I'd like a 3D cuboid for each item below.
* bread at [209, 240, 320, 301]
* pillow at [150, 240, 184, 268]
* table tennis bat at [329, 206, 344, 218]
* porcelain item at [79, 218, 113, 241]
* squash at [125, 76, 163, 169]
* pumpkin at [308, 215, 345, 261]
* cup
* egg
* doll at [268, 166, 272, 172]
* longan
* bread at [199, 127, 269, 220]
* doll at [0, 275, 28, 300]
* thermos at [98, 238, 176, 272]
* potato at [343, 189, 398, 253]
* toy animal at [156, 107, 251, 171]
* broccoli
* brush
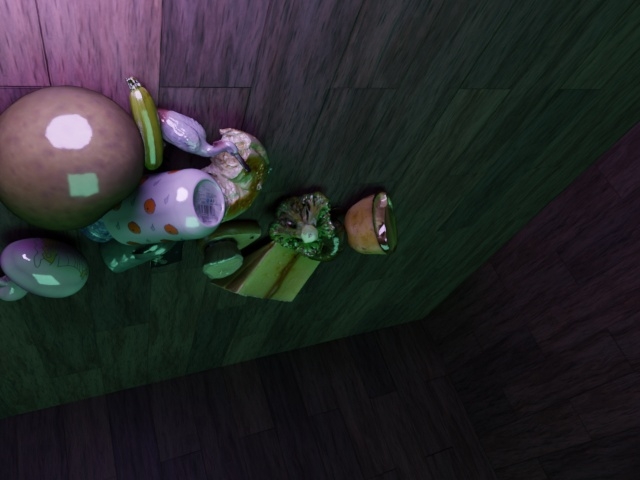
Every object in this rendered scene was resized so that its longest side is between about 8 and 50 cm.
[{"bbox_3d":[-0.223,0.107,2.230,0.346,0.242,0.404,34,83,-47],"label":"bread"},{"bbox_3d":[-0.595,0.039,1.905,0.142,0.055,0.208,-12,152,-29],"label":"pillow"},{"bbox_3d":[0.050,-0.123,2.116,0.098,0.019,0.154,-25,156,7],"label":"table tennis bat"},{"bbox_3d":[-0.680,-0.075,1.533,0.114,0.147,0.147,-30,152,17],"label":"porcelain item"},{"bbox_3d":[-0.453,-0.301,1.287,0.066,0.066,0.251,-12,127,-18],"label":"squash"},{"bbox_3d":[0.000,0.000,2.091,0.219,0.162,0.218,8,126,11],"label":"pumpkin"},{"bbox_3d":[-0.452,-0.097,1.450,0.318,0.212,0.212,-3,163,28],"label":"cup"},{"bbox_3d":[-0.904,0.084,1.622,0.197,0.196,0.271,-27,139,10],"label":"egg"},{"bbox_3d":[-0.200,-0.256,1.669,0.057,0.039,0.114,22,162,7],"label":"doll"},{"bbox_3d":[-0.608,-0.198,1.198,0.361,0.360,0.361,-17,153,-9],"label":"longan"},{"bbox_3d":[-0.262,-0.220,1.541,0.192,0.171,0.314,-26,146,-47],"label":"bread"},{"bbox_3d":[-1.097,0.119,1.648,0.160,0.094,0.365,-33,153,6],"label":"doll"},{"bbox_3d":[-0.612,0.007,1.709,0.287,0.182,0.144,-22,127,2],"label":"thermos"},{"bbox_3d":[0.204,-0.059,2.102,0.243,0.285,0.242,-8,167,-2],"label":"potato"},{"bbox_3d":[-0.364,-0.284,1.374,0.325,0.090,0.195,4,140,11],"label":"toy animal"},{"bbox_3d":[-0.057,-0.063,1.892,0.254,0.269,0.269,21,137,-17],"label":"broccoli"},{"bbox_3d":[-0.350,0.026,1.943,0.267,0.166,0.174,-21,153,-7],"label":"brush"}]
